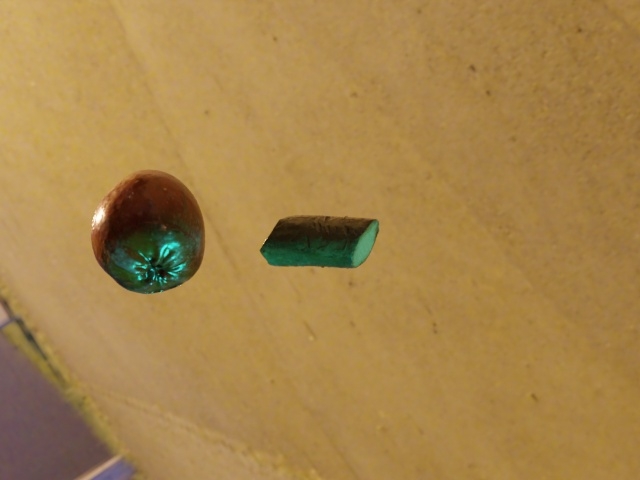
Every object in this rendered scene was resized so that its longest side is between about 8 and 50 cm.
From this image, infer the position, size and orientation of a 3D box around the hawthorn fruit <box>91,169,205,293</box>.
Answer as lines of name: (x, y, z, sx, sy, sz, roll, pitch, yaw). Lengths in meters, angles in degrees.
hawthorn fruit: (-0.245, -0.015, 1.621, 0.173, 0.173, 0.173, 46, 157, 27)

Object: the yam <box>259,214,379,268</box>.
yam: (0.000, 0.000, 1.438, 0.146, 0.070, 0.070, 2, 132, 20)
